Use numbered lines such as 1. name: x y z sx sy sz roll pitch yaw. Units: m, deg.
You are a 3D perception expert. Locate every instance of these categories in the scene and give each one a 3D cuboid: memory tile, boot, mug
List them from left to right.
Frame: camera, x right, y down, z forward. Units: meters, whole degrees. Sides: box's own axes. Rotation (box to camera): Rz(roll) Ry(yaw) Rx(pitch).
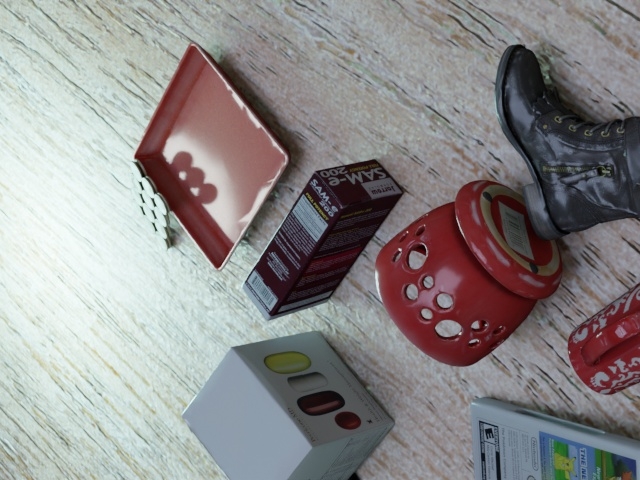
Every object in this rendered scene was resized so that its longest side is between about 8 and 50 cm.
1. memory tile: -0.275 -0.057 2.077 0.113 0.012 0.148 51 157 22
2. boot: 0.335 -0.125 1.482 0.229 0.091 0.263 -14 96 39
3. mug: 0.359 0.100 1.472 0.169 0.150 0.113 -41 39 47

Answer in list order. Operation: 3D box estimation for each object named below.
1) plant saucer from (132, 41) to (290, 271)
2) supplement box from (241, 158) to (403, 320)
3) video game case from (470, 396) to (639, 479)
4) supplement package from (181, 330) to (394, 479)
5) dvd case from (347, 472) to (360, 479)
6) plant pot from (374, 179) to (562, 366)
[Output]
1. plant saucer: -0.160 -0.129 1.966 0.259 0.047 0.258 52 131 22
2. supplement box: 0.000 0.000 1.789 0.073 0.130 0.239 52 130 21
3. video game case: 0.310 0.385 1.626 0.300 0.036 0.329 10 107 54
4. supplement package: -0.045 0.255 1.835 0.194 0.203 0.149 48 119 23
5. dvd case: 0.004 0.406 1.970 0.253 0.022 0.180 53 130 20
6. plant pot: 0.192 0.035 1.583 0.174 0.191 0.191 -40 73 33
